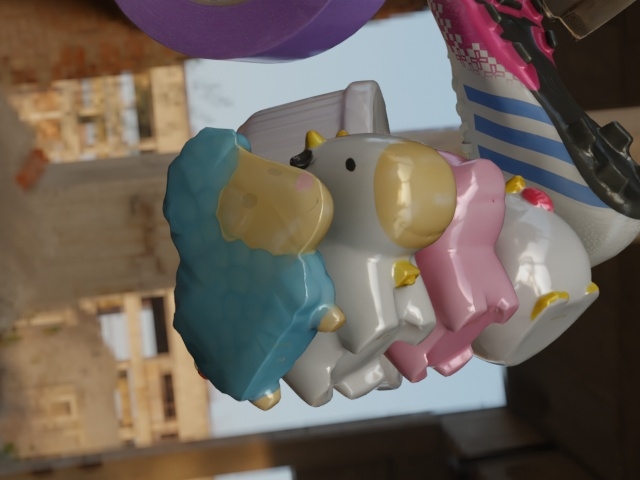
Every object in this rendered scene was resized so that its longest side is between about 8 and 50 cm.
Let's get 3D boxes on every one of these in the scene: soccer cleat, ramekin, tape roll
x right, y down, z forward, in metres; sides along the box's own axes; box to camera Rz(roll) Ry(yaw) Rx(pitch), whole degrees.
[{"bbox_3d":[0.157,-0.111,1.384,0.143,0.116,0.331,-48,-123,31],"label":"soccer cleat"},{"bbox_3d":[0.000,0.000,1.398,0.273,0.127,0.273,-5,90,-83],"label":"ramekin"},{"bbox_3d":[-0.058,-0.284,1.305,0.090,0.275,0.275,-8,92,-60],"label":"tape roll"}]

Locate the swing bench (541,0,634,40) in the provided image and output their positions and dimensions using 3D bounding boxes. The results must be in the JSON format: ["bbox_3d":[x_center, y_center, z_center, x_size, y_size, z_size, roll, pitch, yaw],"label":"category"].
[{"bbox_3d":[0.163,-0.290,0.946,0.253,0.255,0.165,49,16,-2],"label":"swing bench"}]

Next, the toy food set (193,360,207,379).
[{"bbox_3d":[-0.096,0.130,1.740,0.083,0.082,0.020,-57,-146,41],"label":"toy food set"}]

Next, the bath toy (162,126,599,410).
[{"bbox_3d":[0.051,0.003,0.938,0.151,0.348,0.129,-49,-115,23],"label":"bath toy"}]
